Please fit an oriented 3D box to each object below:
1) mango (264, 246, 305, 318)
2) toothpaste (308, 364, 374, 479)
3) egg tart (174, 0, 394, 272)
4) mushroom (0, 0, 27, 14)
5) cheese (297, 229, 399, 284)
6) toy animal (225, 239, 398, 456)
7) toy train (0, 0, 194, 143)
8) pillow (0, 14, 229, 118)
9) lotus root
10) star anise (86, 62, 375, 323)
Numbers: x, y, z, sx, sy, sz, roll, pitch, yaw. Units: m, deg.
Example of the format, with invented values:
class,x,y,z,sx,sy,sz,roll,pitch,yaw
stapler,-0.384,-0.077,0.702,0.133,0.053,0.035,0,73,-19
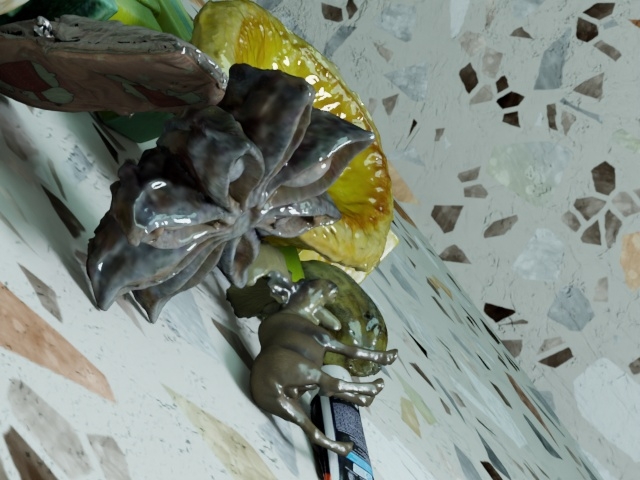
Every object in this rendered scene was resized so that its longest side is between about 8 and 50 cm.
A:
class,x,y,z,sx,sy,sz,roll,pitch,yaw
mango,-0.057,0.018,1.614,0.165,0.074,0.091,55,8,23
toothpaste,0.018,0.185,1.429,0.071,0.045,0.193,37,20,-28
egg tart,-0.049,-0.087,1.535,0.319,0.128,0.319,45,26,-29
mushroom,-0.273,-0.279,1.210,0.297,0.298,0.290,55,-25,27
cheese,0.000,0.000,2.030,0.093,0.126,0.171,49,-12,-23
toy animal,-0.023,0.084,1.427,0.186,0.093,0.214,27,24,1
toy train,-0.245,-0.252,1.536,0.253,0.160,0.397,60,10,19
pillow,-0.180,-0.138,1.247,0.248,0.049,0.135,8,-18,29
lotus root,0.016,0.085,1.690,0.089,0.080,0.179,-4,36,-28
star anise,-0.080,-0.044,1.202,0.109,0.236,0.223,56,9,24
